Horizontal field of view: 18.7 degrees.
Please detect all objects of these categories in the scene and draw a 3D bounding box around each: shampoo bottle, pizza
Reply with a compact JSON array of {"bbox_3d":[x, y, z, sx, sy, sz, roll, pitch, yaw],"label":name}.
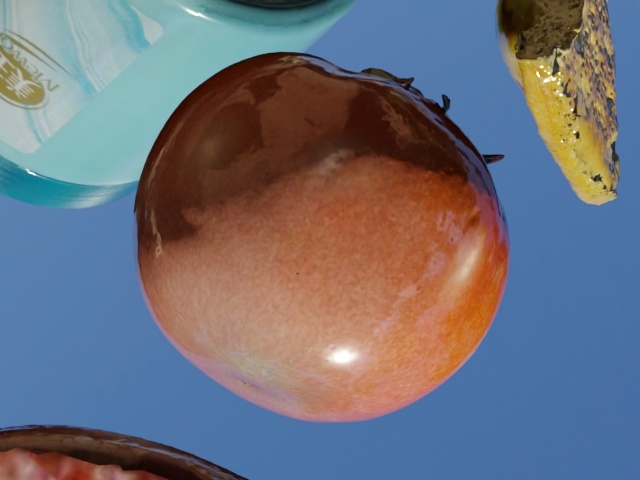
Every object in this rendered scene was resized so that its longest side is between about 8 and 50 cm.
[{"bbox_3d":[-0.167,-0.243,1.647,0.342,0.331,0.331,-34,-143,46],"label":"shampoo bottle"},{"bbox_3d":[0.171,-0.127,1.416,0.080,0.204,0.188,-4,-131,18],"label":"pizza"}]

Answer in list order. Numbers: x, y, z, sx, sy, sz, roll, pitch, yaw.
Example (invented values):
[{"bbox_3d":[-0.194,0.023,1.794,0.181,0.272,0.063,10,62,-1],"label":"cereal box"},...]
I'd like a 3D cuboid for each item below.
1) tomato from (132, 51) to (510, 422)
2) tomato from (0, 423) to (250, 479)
[{"bbox_3d":[0.000,0.000,1.285,0.256,0.256,0.224,8,-118,39],"label":"tomato"},{"bbox_3d":[-0.087,0.192,0.752,0.309,0.309,0.170,-34,-169,9],"label":"tomato"}]
